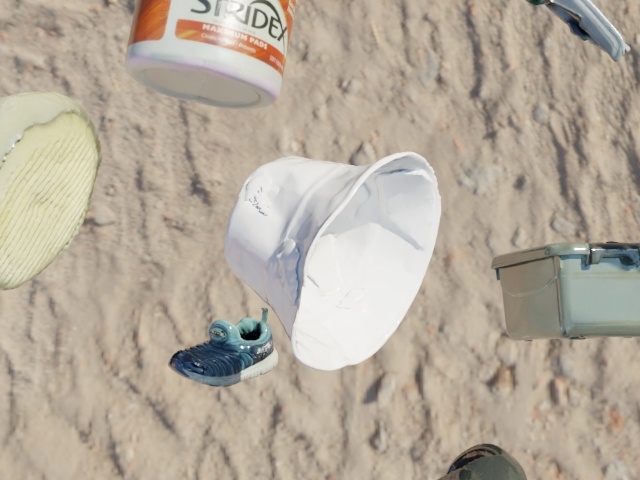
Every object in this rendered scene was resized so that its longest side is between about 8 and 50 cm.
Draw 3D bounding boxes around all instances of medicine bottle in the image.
[{"bbox_3d":[-0.171,-0.356,1.664,0.253,0.252,0.240,5,82,26],"label":"medicine bottle"}]

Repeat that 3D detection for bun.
[{"bbox_3d":[-0.432,-0.074,1.437,0.146,0.287,0.287,22,92,17],"label":"bun"}]

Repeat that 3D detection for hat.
[{"bbox_3d":[0.000,0.000,0.882,0.126,0.203,0.203,25,94,34],"label":"hat"}]

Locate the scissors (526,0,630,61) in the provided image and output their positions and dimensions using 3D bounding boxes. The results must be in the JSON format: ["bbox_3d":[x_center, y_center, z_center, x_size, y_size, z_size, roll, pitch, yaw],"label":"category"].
[{"bbox_3d":[0.196,-0.235,0.922,0.204,0.027,0.101,44,131,8],"label":"scissors"}]

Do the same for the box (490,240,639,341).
[{"bbox_3d":[0.254,0.054,1.038,0.124,0.172,0.092,0,84,-12],"label":"box"}]

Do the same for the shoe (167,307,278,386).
[{"bbox_3d":[-0.106,0.121,1.158,0.064,0.143,0.071,15,109,44],"label":"shoe"}]

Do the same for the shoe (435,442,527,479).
[{"bbox_3d":[0.122,0.267,0.932,0.093,0.241,0.108,32,125,-16],"label":"shoe"}]
